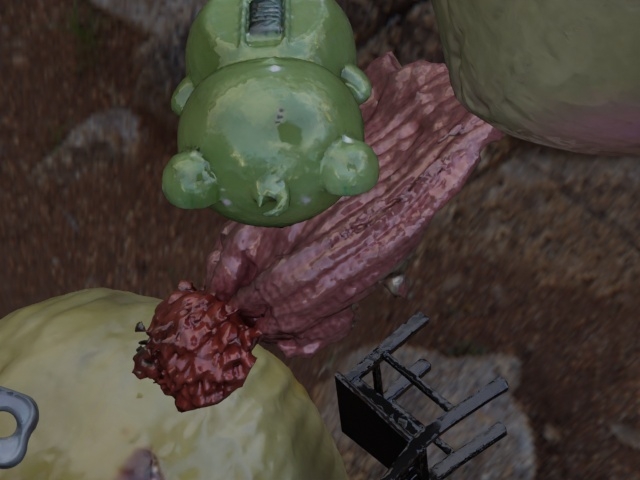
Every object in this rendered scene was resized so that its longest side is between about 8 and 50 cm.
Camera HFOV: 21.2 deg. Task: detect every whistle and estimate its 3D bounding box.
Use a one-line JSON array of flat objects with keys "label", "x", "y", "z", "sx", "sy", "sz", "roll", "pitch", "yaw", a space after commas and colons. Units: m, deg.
[{"label": "whistle", "x": -0.026, "y": -0.080, "z": 0.884, "sx": 0.105, "sy": 0.085, "sz": 0.227, "roll": -5, "pitch": 36, "yaw": 1}]

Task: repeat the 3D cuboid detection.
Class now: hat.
[{"label": "hat", "x": 0.000, "y": 0.000, "z": 1.085, "sx": 0.286, "sy": 0.237, "sz": 0.107, "roll": -46, "pitch": 104, "yaw": -12}]

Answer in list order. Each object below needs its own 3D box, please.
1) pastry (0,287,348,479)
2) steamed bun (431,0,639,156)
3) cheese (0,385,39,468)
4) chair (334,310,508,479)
[{"label": "pastry", "x": -0.161, "y": 0.235, "z": 1.389, "sx": 0.388, "sy": 0.388, "sz": 0.312, "roll": 34, "pitch": 56, "yaw": 5}, {"label": "steamed bun", "x": 0.113, "y": -0.098, "z": 0.464, "sx": 0.170, "sy": 0.238, "sz": 0.152, "roll": -6, "pitch": 58, "yaw": -4}, {"label": "cheese", "x": -0.321, "y": 0.082, "z": 1.100, "sx": 0.286, "sy": 0.082, "sz": 0.163, "roll": 17, "pitch": 95, "yaw": -16}, {"label": "chair", "x": 0.034, "y": 0.162, "z": 1.276, "sx": 0.212, "sy": 0.084, "sz": 0.101, "roll": -38, "pitch": 58, "yaw": -21}]
